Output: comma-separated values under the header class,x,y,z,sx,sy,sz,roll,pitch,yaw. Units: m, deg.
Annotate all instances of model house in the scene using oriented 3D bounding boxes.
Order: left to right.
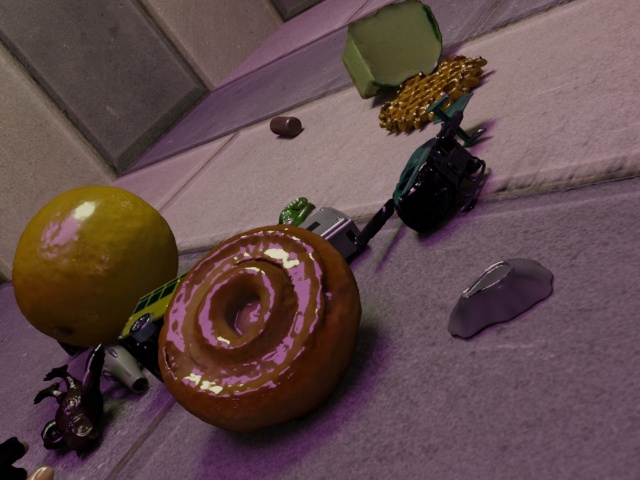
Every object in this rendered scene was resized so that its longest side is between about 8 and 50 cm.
class,x,y,z,sx,sy,sz,roll,pitch,yaw
model house,0.173,-0.436,1.772,0.214,0.195,0.189,-28,-5,-14

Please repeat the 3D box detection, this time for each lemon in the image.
class,x,y,z,sx,sy,sz,roll,pitch,yaw
lemon,-0.461,0.055,1.521,0.348,0.348,0.348,-32,22,15

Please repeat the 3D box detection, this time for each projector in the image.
class,x,y,z,sx,sy,sz,roll,pitch,yaw
projector,0.000,0.000,1.250,0.115,0.061,0.147,-39,17,-5

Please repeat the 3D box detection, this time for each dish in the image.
class,x,y,z,sx,sy,sz,roll,pitch,yaw
dish,0.200,0.059,0.866,0.137,0.039,0.091,-34,22,6

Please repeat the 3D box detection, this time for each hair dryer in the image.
class,x,y,z,sx,sy,sz,roll,pitch,yaw
hair dryer,-0.308,0.210,1.366,0.199,0.067,0.167,-27,29,-12

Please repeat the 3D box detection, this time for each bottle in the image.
class,x,y,z,sx,sy,sz,roll,pitch,yaw
bottle,-0.098,-0.320,2.064,0.053,0.053,0.140,-42,21,-11

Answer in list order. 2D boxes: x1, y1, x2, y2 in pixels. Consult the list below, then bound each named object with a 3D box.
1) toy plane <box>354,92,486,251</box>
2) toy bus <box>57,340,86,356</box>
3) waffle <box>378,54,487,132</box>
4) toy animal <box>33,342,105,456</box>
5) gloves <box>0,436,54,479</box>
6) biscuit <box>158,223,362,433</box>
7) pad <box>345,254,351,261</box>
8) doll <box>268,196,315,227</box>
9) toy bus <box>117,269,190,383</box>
class,x,y,z,sx,sy,sz,roll,pitch,yaw
toy plane,0.184,-0.128,1.194,0.155,0.106,0.381,-30,25,50
toy bus,-0.534,0.202,1.690,0.123,0.060,0.075,-35,17,2
waffle,0.227,-0.308,1.547,0.231,0.051,0.229,-42,25,-9
toy animal,-0.415,0.293,1.300,0.218,0.116,0.179,-55,53,16
gloves,-0.541,0.425,1.173,0.197,0.152,0.301,-5,13,7
biscuit,-0.089,0.107,0.990,0.296,0.102,0.296,-15,52,20
pad,-0.034,0.075,1.243,0.188,0.006,0.113,-13,33,50
doll,-0.055,-0.037,1.442,0.115,0.050,0.190,-39,19,8
toy bus,-0.193,0.117,1.232,0.262,0.128,0.150,-28,26,26
